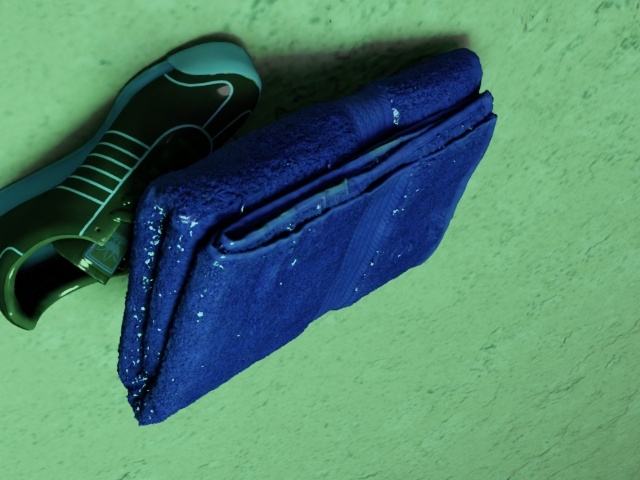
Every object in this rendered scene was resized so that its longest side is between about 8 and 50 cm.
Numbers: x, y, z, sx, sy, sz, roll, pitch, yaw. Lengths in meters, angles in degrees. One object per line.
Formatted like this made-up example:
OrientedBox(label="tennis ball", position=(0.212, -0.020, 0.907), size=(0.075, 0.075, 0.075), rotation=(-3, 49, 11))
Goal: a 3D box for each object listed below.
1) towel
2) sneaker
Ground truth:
OrientedBox(label="towel", position=(0.000, 0.000, 0.701), size=(0.308, 0.076, 0.227), rotation=(-28, 148, -38))
OrientedBox(label="sneaker", position=(-0.125, -0.032, 0.634), size=(0.232, 0.090, 0.081), rotation=(-37, 144, 7))
